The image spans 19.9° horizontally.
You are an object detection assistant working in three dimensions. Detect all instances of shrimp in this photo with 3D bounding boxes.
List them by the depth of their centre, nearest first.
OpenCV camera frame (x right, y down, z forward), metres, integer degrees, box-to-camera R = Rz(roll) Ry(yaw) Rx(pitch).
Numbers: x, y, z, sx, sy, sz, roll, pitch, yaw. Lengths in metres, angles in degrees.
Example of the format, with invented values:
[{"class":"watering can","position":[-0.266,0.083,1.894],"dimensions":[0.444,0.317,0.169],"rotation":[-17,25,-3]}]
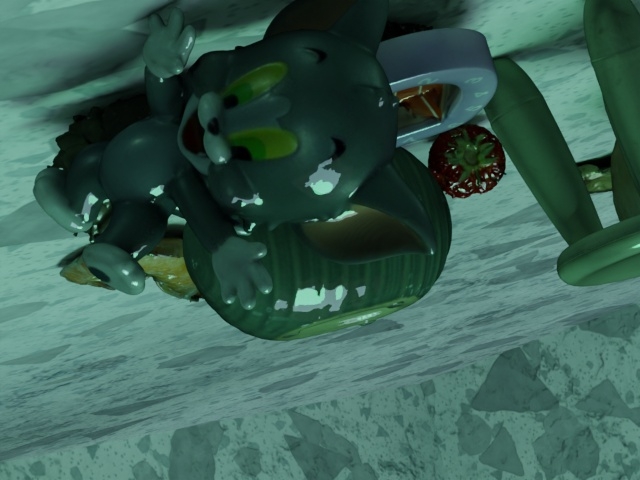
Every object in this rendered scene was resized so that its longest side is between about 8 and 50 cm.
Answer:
[{"class":"shrimp","position":[-0.172,0.031,1.825],"dimensions":[0.144,0.052,0.251],"rotation":[-7,164,11]}]

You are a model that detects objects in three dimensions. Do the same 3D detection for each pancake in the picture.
[{"class":"pancake","position":[0.382,-0.092,2.045],"dimensions":[0.235,0.029,0.212],"rotation":[-22,169,31]}]

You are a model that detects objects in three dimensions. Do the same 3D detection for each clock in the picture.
[{"class":"clock","position":[0.044,-0.111,1.314],"dimensions":[0.172,0.064,0.198],"rotation":[-5,166,-46]}]

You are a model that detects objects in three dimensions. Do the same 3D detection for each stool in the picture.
[{"class":"stool","position":[0.258,-0.082,1.439],"dimensions":[0.195,0.198,0.195],"rotation":[-7,166,-34]}]

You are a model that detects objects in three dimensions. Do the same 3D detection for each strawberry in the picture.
[{"class":"strawberry","position":[0.129,-0.072,1.663],"dimensions":[0.073,0.073,0.083],"rotation":[-13,-177,-16]}]

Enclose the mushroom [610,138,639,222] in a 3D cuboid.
[{"class":"mushroom","position":[0.455,-0.052,1.690],"dimensions":[0.294,0.362,0.362],"rotation":[-57,176,-11]}]

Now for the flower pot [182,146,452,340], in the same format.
[{"class":"flower pot","position":[0.000,0.000,1.594],"dimensions":[0.243,0.157,0.189],"rotation":[-13,168,-26]}]

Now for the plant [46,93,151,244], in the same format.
[{"class":"plant","position":[-0.125,-0.057,1.281],"dimensions":[0.143,0.092,0.094],"rotation":[-22,172,14]}]

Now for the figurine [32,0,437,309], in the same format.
[{"class":"figurine","position":[-0.059,-0.040,1.161],"dimensions":[0.140,0.193,0.265],"rotation":[3,156,-47]}]
